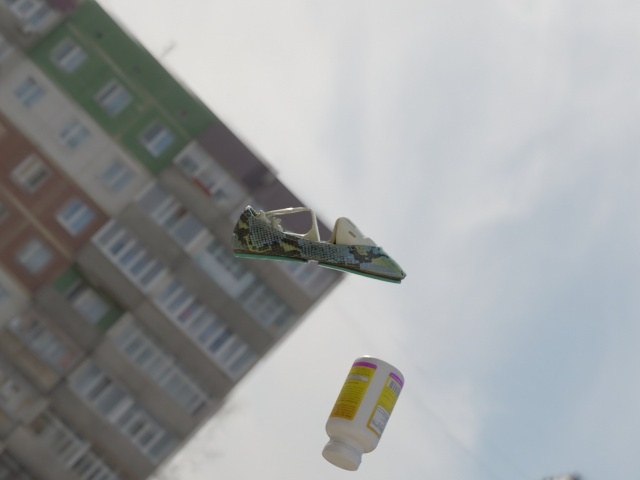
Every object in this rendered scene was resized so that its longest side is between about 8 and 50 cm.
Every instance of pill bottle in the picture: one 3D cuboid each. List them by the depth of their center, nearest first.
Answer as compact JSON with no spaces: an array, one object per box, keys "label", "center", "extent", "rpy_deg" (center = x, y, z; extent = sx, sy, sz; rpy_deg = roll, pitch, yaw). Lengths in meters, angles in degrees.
[{"label":"pill bottle","center":[0.031,0.134,1.227],"extent":[0.043,0.083,0.043],"rpy_deg":[21,-25,11]}]

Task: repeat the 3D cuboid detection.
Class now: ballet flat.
[{"label":"ballet flat","center":[0.000,0.000,1.656],"extent":[0.188,0.070,0.070],"rpy_deg":[10,-26,6]}]
